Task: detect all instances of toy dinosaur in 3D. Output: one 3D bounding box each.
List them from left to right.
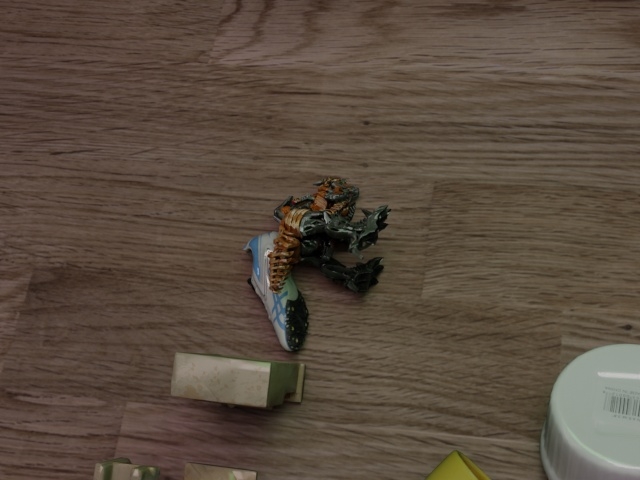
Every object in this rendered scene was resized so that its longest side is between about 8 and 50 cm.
[{"bbox_3d":[0.000,0.000,1.817,0.218,0.164,0.322,19,61,18],"label":"toy dinosaur"}]

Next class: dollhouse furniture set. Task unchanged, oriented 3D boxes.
[{"bbox_3d":[-0.152,0.387,1.642,0.362,0.256,0.394,5,84,11],"label":"dollhouse furniture set"}]

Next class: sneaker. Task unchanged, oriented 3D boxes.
[{"bbox_3d":[-0.082,0.097,1.829,0.086,0.085,0.237,-26,60,19],"label":"sneaker"}]

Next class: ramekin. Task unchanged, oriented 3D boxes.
[{"bbox_3d":[0.483,0.292,1.574,0.277,0.135,0.277,-6,44,5],"label":"ramekin"}]

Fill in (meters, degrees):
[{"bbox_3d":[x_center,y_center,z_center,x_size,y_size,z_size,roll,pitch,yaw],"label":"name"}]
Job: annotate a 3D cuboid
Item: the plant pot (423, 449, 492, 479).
[{"bbox_3d":[0.206,0.485,1.503,0.239,0.254,0.254,-45,65,2],"label":"plant pot"}]
